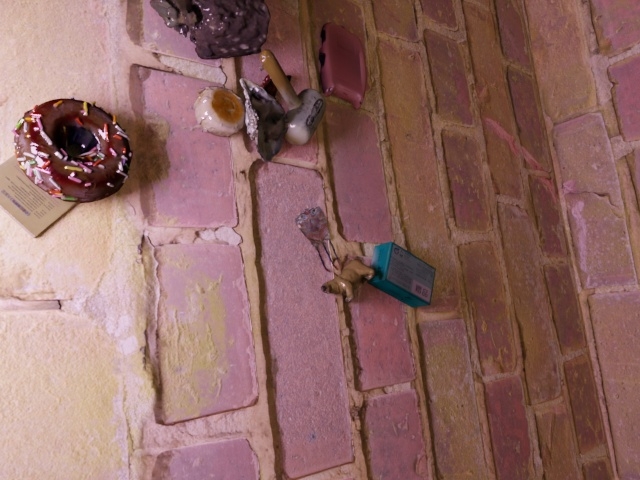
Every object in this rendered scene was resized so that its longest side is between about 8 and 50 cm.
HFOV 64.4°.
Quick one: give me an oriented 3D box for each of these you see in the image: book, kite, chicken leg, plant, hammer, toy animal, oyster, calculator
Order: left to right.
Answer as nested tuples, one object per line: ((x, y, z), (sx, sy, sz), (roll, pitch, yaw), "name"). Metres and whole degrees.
((-0.652, -0.129, 1.179), (0.168, 0.013, 0.192), (49, 53, -18), "book")
((-0.319, -0.643, 1.452), (0.312, 0.215, 0.213), (-9, 80, -30), "plant")
((-0.171, -0.341, 1.510), (0.252, 0.087, 0.199), (9, 112, -57), "oyster")
((-0.157, -0.496, 1.651), (0.205, 0.053, 0.093), (-59, 138, -25), "chicken leg")
((-0.103, -0.464, 1.605), (0.305, 0.113, 0.202), (52, 48, -39), "hammer")
((-0.002, 0.001, 1.669), (0.127, 0.016, 0.229), (-25, 92, -37), "kite")
((0.087, -0.664, 1.891), (0.220, 0.048, 0.329), (11, 69, -35), "calculator")
((0.088, 0.133, 1.665), (0.101, 0.103, 0.219), (46, 54, 2), "toy animal")

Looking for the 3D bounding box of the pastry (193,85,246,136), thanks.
((-0.292, -0.379, 1.487), (0.166, 0.088, 0.165), (14, 68, -40), "pastry")

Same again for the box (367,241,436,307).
((0.293, 0.125, 1.821), (0.245, 0.092, 0.153), (30, 62, -28), "box")

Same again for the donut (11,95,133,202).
((-0.571, -0.217, 1.196), (0.270, 0.103, 0.269), (20, 60, -39), "donut")
